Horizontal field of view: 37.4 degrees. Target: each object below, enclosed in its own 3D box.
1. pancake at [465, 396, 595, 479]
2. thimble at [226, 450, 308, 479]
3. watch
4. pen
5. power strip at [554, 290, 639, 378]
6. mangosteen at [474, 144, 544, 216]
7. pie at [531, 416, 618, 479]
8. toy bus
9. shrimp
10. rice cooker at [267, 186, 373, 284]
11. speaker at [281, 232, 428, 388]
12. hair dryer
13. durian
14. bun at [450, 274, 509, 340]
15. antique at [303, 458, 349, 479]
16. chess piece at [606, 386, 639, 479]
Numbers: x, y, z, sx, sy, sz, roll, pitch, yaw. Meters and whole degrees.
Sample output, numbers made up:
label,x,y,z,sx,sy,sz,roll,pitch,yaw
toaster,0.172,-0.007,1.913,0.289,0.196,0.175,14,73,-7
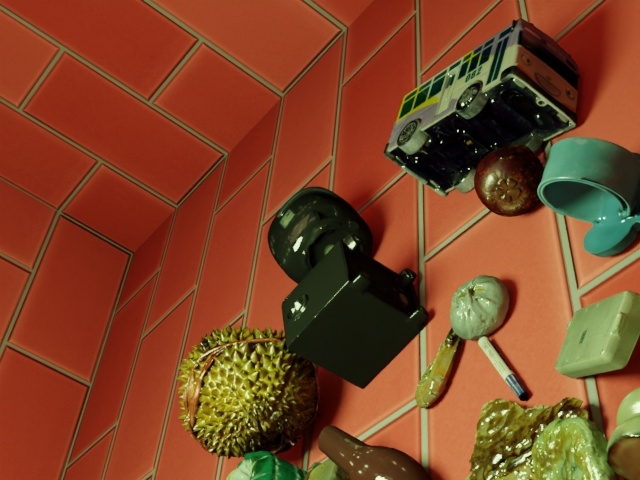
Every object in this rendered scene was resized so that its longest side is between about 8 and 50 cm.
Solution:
label,x,y,z,sx,sy,sz,roll,pitch,yaw
pancake,0.341,0.334,1.612,0.266,0.057,0.244,-47,18,14
thimble,-0.131,0.603,2.020,0.254,0.167,0.288,-50,18,41
watch,0.492,-0.099,1.661,0.211,0.193,0.211,-47,25,30
pen,0.339,0.236,1.758,0.025,0.025,0.204,-53,24,12
power strip,0.443,0.154,1.507,0.270,0.046,0.118,110,-176,-77
mangosteen,0.390,-0.136,1.976,0.156,0.146,0.181,-47,24,29
pie,0.367,0.373,1.376,0.240,0.054,0.240,-175,90,-80
toy bus,0.372,-0.300,2.151,0.440,0.209,0.249,-29,34,52
shrimp,0.241,0.259,1.924,0.180,0.041,0.099,-63,9,-11
rice cooker,0.000,0.000,2.470,0.267,0.267,0.224,-57,23,2
speaker,0.074,0.156,2.131,0.254,0.232,0.184,-49,25,21
hair dryer,0.016,0.487,1.747,0.340,0.123,0.312,-29,29,-30
durian,-0.163,0.348,2.198,0.384,0.347,0.347,124,170,-69
bun,0.308,0.128,1.885,0.141,0.083,0.141,-45,23,25
antique,0.022,0.544,1.888,0.125,0.150,0.284,-42,19,27
chess piece,0.511,0.175,1.312,0.182,0.182,0.330,-29,31,49
